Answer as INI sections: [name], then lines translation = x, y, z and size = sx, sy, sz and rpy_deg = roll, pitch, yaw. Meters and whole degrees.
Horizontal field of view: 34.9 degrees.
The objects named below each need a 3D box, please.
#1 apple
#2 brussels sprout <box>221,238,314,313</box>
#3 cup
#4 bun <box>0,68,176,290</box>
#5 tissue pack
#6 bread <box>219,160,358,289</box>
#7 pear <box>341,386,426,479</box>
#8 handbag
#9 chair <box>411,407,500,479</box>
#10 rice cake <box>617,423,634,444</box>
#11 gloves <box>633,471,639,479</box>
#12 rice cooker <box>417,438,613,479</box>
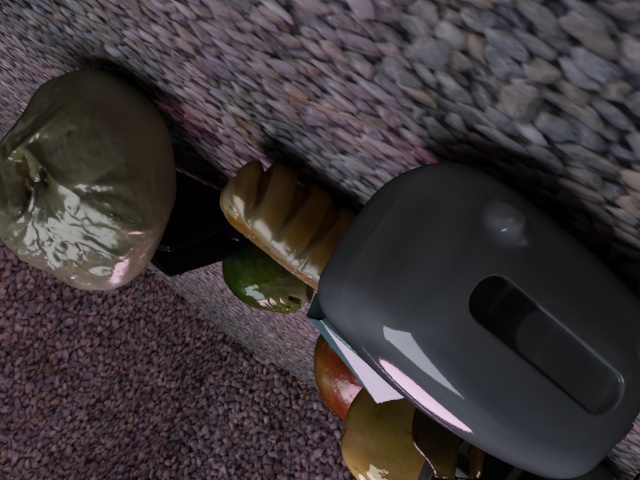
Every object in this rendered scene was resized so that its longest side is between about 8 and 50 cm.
[apple]
translation = 0.132, 0.362, 2.517
size = 0.346, 0.254, 0.179
rpy_deg = 41, -153, -27
[brussels sprout]
translation = -0.103, 0.067, 1.950
size = 0.180, 0.144, 0.161
rpy_deg = 5, 136, 22
[cup]
translation = 0.082, 0.187, 1.939
size = 0.236, 0.148, 0.134
rpy_deg = 45, 162, -25
[bun]
translation = -0.389, -0.085, 1.591
size = 0.361, 0.361, 0.213
rpy_deg = 29, -151, 24
[tissue pack]
translation = 0.179, 0.083, 1.021
size = 0.333, 0.229, 0.236
rpy_deg = 38, 170, -17
[bread]
translation = 0.000, 0.000, 1.446
size = 0.311, 0.121, 0.173
rpy_deg = 37, 171, -11
[pear]
translation = 0.192, 0.433, 2.240
size = 0.309, 0.309, 0.309
rpy_deg = 33, 168, 8
[handbag]
translation = -0.316, -0.037, 1.827
size = 0.325, 0.269, 0.118
rpy_deg = 24, 121, 34
[chair]
translation = 0.280, 0.342, 1.748
size = 0.247, 0.159, 0.172
rpy_deg = 7, 161, 7
[rice cake]
translation = 0.332, 0.213, 1.556
size = 0.298, 0.050, 0.106
rpy_deg = 36, 169, -9
[gloves]
translation = 0.547, 0.349, 1.394
size = 0.218, 0.131, 0.140
rpy_deg = -25, 123, 41
[rice cooker]
translation = 0.378, 0.515, 1.954
size = 0.325, 0.335, 0.335
rpy_deg = 30, 168, 39
